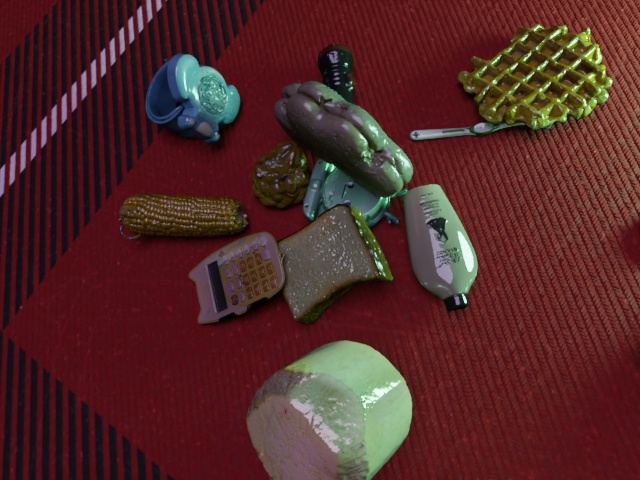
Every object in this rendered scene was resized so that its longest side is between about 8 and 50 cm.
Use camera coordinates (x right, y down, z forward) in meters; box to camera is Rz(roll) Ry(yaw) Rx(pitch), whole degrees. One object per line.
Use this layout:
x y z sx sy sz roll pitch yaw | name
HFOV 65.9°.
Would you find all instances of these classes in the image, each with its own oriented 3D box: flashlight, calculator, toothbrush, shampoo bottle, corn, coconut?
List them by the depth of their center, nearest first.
0.025 0.295 0.838 0.239 0.244 0.239 9 106 35 | coconut
0.236 0.016 0.981 0.127 0.078 0.257 -12 71 -5 | shampoo bottle
-0.168 0.078 1.027 0.236 0.033 0.157 -26 65 21 | calculator
0.349 -0.247 1.086 0.304 0.030 0.030 -3 69 9 | toothbrush
-0.306 -0.054 1.096 0.293 0.106 0.106 1 70 10 | corn
0.046 -0.338 1.145 0.093 0.093 0.232 -10 71 7 | flashlight

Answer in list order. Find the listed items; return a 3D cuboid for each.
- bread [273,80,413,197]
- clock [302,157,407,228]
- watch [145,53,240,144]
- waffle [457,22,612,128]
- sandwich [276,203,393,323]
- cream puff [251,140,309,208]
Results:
0.032 -0.216 0.984 0.337 0.183 0.102 37 88 21 | bread
0.076 -0.096 1.061 0.211 0.066 0.159 10 73 13 | clock
-0.324 -0.332 1.177 0.193 0.211 0.211 6 70 35 | watch
0.468 -0.364 1.079 0.301 0.058 0.281 -18 60 3 | waffle
0.012 0.045 0.980 0.214 0.065 0.186 -35 65 22 | sandwich
-0.089 -0.148 1.085 0.146 0.116 0.146 -2 69 6 | cream puff
